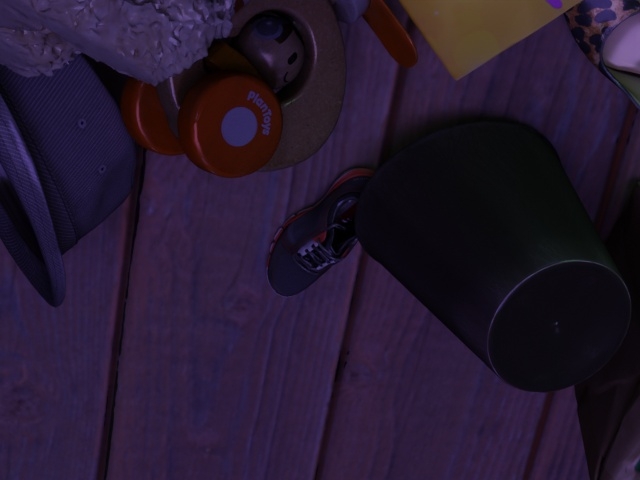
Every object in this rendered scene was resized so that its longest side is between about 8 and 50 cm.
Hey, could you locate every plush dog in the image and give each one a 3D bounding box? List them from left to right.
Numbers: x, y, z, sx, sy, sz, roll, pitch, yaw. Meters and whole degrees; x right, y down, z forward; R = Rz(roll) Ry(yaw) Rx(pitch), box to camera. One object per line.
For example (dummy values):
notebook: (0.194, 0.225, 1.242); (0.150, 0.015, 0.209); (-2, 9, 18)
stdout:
plush dog: (-0.173, -0.255, 1.116); (0.262, 0.225, 0.210); (8, 156, 48)

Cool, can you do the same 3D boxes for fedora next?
fedora: (-0.240, -0.092, 1.334); (0.124, 0.243, 0.275); (-29, 123, -16)

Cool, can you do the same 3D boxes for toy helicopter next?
toy helicopter: (-0.047, -0.233, 1.246); (0.235, 0.140, 0.355); (-16, 109, -28)

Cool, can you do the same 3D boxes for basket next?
basket: (0.158, 0.016, 1.323); (0.204, 0.227, 0.154); (-15, 123, -9)

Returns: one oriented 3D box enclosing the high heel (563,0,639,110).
high heel: (0.297, -0.129, 1.287); (0.261, 0.186, 0.093); (38, 114, -19)

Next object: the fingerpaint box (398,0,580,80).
fingerpaint box: (0.007, -0.378, 1.017); (0.163, 0.371, 0.445); (-32, 118, 11)

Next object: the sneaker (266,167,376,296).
sneaker: (0.000, 0.000, 1.440); (0.061, 0.065, 0.158); (31, 116, -16)

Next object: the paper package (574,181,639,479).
paper package: (0.404, 0.129, 1.364); (0.324, 0.309, 0.168); (20, 119, -9)
